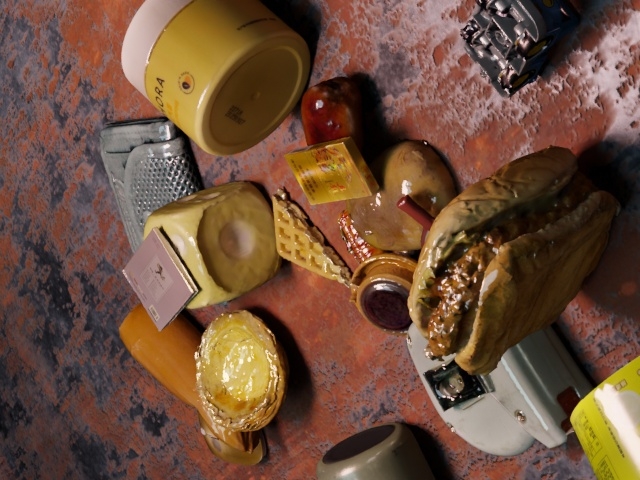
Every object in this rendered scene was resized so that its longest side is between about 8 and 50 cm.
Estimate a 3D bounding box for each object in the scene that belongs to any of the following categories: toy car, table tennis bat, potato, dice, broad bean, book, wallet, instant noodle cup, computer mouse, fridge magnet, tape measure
[{"bbox_3d":[0.237,-0.254,1.634,0.097,0.100,0.191,54,164,13],"label":"toy car"},{"bbox_3d":[0.166,-0.010,1.879,0.154,0.019,0.098,38,132,-18],"label":"table tennis bat"},{"bbox_3d":[0.102,-0.055,1.946,0.200,0.081,0.164,-34,82,53],"label":"potato"},{"bbox_3d":[-0.177,0.007,2.268,0.169,0.169,0.166,-4,107,54],"label":"dice"},{"bbox_3d":[0.021,-0.156,1.980,0.114,0.084,0.165,-123,21,-54],"label":"broad bean"},{"bbox_3d":[-0.263,0.064,2.255,0.127,0.014,0.182,57,147,9],"label":"book"},{"bbox_3d":[-0.283,-0.047,2.464,0.237,0.075,0.342,2,112,49],"label":"wallet"},{"bbox_3d":[0.435,0.232,1.532,0.222,0.311,0.311,60,147,22],"label":"instant noodle cup"},{"bbox_3d":[-0.176,0.364,2.608,0.199,0.044,0.102,6,114,50],"label":"computer mouse"},{"bbox_3d":[0.110,0.082,2.013,0.143,0.063,0.143,13,126,18],"label":"fridge magnet"},{"bbox_3d":[0.235,0.179,1.880,0.243,0.125,0.246,59,145,8],"label":"tape measure"}]

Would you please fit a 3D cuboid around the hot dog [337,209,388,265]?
[{"bbox_3d":[0.070,0.016,2.067,0.062,0.038,0.144,-31,86,55],"label":"hot dog"}]

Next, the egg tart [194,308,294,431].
[{"bbox_3d":[-0.127,0.224,2.378,0.212,0.090,0.213,-1,88,37],"label":"egg tart"}]

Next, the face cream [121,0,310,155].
[{"bbox_3d":[-0.150,-0.259,2.020,0.179,0.218,0.218,43,140,26],"label":"face cream"}]

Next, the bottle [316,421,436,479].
[{"bbox_3d":[0.136,0.465,2.165,0.168,0.168,0.347,-19,100,55],"label":"bottle"}]

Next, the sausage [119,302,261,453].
[{"bbox_3d":[-0.220,0.247,2.518,0.354,0.134,0.116,42,97,24],"label":"sausage"}]

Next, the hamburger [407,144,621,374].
[{"bbox_3d":[0.223,0.022,1.653,0.144,0.283,0.260,37,132,20],"label":"hamburger"}]

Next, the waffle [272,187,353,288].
[{"bbox_3d":[0.000,0.000,2.161,0.191,0.032,0.125,23,126,41],"label":"waffle"}]

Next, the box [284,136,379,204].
[{"bbox_3d":[0.014,-0.096,1.952,0.156,0.022,0.089,-3,121,57],"label":"box"}]
